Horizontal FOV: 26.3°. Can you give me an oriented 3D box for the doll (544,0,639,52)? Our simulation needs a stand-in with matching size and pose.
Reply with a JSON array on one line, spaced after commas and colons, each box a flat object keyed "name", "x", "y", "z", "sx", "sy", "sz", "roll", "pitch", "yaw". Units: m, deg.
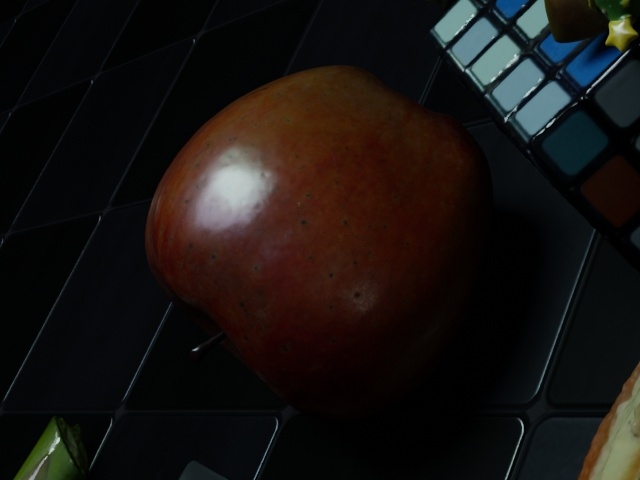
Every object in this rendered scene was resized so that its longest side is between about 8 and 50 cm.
[{"name": "doll", "x": 0.132, "y": -0.146, "z": 0.625, "sx": 0.078, "sy": 0.077, "sz": 0.113, "roll": -12, "pitch": 47, "yaw": 36}]

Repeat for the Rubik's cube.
[{"name": "Rubik's cube", "x": 0.198, "y": -0.091, "z": 0.740, "sx": 0.184, "sy": 0.187, "sz": 0.182, "roll": -43, "pitch": 29, "yaw": 11}]

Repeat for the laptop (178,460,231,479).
[{"name": "laptop", "x": -0.109, "y": 0.251, "z": 0.978, "sx": 0.180, "sy": 0.016, "sz": 0.129, "roll": -58, "pitch": 29, "yaw": -12}]

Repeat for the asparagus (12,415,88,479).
[{"name": "asparagus", "x": -0.275, "y": 0.277, "z": 1.150, "sx": 0.278, "sy": 0.060, "sz": 0.067, "roll": -57, "pitch": 9, "yaw": -10}]

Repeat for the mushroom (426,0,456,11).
[{"name": "mushroom", "x": 0.111, "y": -0.328, "z": 1.069, "sx": 0.267, "sy": 0.164, "sz": 0.189, "roll": -59, "pitch": -9, "yaw": 14}]

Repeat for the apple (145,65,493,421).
[{"name": "apple", "x": -0.002, "y": -0.001, "z": 0.901, "sx": 0.234, "sy": 0.234, "sz": 0.234, "roll": -36, "pitch": 32, "yaw": 27}]

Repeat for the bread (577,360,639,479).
[{"name": "bread", "x": 0.180, "y": 0.116, "z": 0.565, "sx": 0.244, "sy": 0.123, "sz": 0.190, "roll": -59, "pitch": -2, "yaw": -38}]
